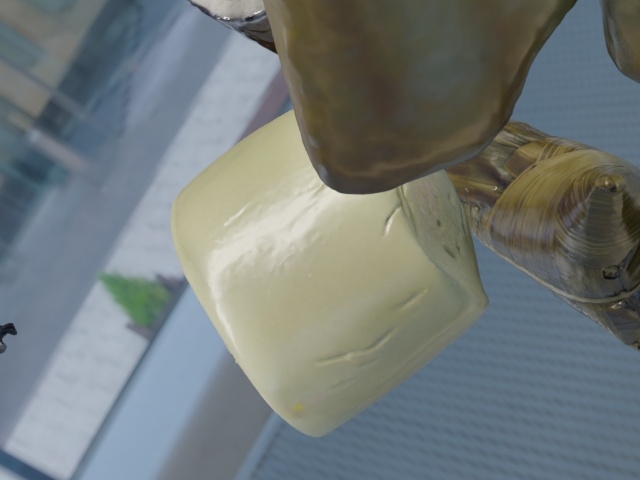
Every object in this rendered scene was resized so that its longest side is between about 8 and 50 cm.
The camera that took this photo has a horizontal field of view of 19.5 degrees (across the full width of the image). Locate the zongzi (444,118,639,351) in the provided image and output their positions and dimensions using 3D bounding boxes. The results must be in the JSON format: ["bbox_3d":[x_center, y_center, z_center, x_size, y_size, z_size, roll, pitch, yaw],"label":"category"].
[{"bbox_3d":[0.196,-0.046,1.640,0.286,0.288,0.134,33,84,30],"label":"zongzi"}]

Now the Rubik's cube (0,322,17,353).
[{"bbox_3d":[-0.303,0.005,0.719,0.225,0.221,0.231,-29,-8,27],"label":"Rubik's cube"}]

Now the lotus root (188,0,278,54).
[{"bbox_3d":[0.033,-0.212,1.098,0.272,0.192,0.272,-22,52,30],"label":"lotus root"}]

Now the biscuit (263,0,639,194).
[{"bbox_3d":[0.079,-0.160,0.726,0.237,0.290,0.062,-21,42,-4],"label":"biscuit"}]

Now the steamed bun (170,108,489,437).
[{"bbox_3d":[0.000,0.000,1.341,0.200,0.155,0.250,-37,43,9],"label":"steamed bun"}]
